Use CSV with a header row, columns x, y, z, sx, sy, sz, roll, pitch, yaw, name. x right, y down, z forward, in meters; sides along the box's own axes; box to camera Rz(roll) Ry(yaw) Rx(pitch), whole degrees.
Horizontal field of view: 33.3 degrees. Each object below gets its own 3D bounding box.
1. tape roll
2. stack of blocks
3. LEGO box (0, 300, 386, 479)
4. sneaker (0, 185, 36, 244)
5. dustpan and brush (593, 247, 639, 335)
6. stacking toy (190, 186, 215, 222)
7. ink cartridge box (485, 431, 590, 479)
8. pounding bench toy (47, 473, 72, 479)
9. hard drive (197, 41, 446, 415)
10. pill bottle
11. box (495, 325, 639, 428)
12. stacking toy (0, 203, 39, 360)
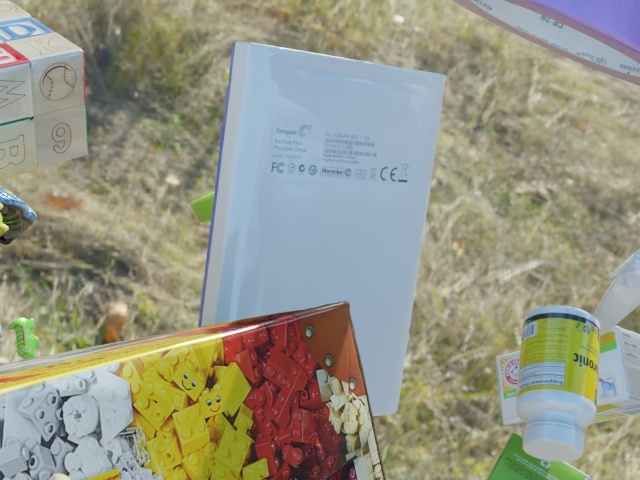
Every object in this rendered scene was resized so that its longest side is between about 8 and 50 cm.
x,y,z,sx,sy,sz,roll,pitch,yaw,name
0.224,-0.218,0.928,0.275,0.090,0.275,24,9,-4,tape roll
-0.339,-0.096,0.759,0.297,0.087,0.171,-20,39,-35,stack of blocks
-0.258,0.196,0.762,0.372,0.500,0.193,-10,88,-49,LEGO box
-0.444,-0.033,1.460,0.067,0.188,0.078,32,80,8,sneaker
0.353,0.009,1.128,0.147,0.211,0.060,-38,77,-28,dustpan and brush
-0.007,-0.046,1.377,0.279,0.130,0.309,-21,6,3,stacking toy
0.367,0.425,1.610,0.255,0.189,0.097,28,60,16,ink cartridge box
-0.123,0.146,0.459,0.065,0.083,0.052,-25,29,-14,pounding bench toy
0.000,0.000,0.942,0.210,0.319,0.040,3,9,-35,hard drive
0.193,0.117,0.873,0.065,0.065,0.116,15,62,-6,pill bottle
0.367,0.203,1.529,0.114,0.203,0.103,19,59,-44,box
-0.440,0.074,1.357,0.052,0.167,0.221,-7,74,-47,stacking toy
